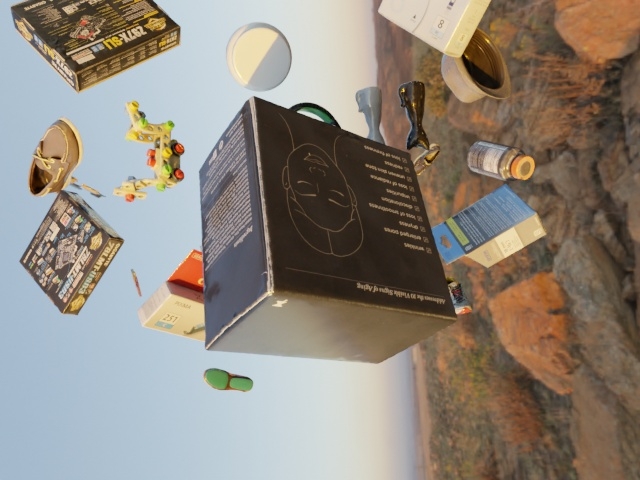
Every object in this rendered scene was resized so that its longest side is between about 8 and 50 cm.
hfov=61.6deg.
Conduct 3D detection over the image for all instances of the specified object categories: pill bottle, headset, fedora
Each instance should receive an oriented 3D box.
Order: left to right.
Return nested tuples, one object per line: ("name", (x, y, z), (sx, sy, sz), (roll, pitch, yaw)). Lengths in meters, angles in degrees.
("pill bottle", (-0.199, -0.584, 1.707), (0.361, 0.204, 0.204), (-114, 17, -67))
("headset", (-0.013, -0.288, 1.901), (0.394, 0.243, 0.185), (60, 154, -4))
("fedora", (0.475, -0.538, 1.702), (0.124, 0.243, 0.276), (-33, 67, 53))
("pill bottle", (0.680, -0.295, 2.015), (0.245, 0.130, 0.131), (36, 137, 57))

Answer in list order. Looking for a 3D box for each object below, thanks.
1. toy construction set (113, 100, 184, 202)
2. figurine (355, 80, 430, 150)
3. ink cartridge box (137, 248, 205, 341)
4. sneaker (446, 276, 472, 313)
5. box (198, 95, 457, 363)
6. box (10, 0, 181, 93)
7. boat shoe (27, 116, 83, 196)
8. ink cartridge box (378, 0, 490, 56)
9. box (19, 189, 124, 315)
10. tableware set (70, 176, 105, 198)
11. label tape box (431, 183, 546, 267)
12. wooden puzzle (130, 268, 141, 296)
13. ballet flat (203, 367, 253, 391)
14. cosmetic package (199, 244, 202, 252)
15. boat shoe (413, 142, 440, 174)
("toy construction set", (-0.567, -0.278, 1.778), (0.215, 0.151, 0.328), (18, -107, -43))
("figurine", (0.222, -0.365, 1.643), (0.092, 0.214, 0.210), (62, -157, -81))
("ink cartridge box", (-0.347, 0.179, 1.607), (0.296, 0.261, 0.066), (29, -161, -50))
("sneaker", (0.508, 0.211, 2.041), (0.225, 0.088, 0.093), (-110, 11, -69))
("box", (0.000, 0.000, 1.232), (0.297, 0.479, 0.472), (-43, 46, 41))
("box", (-0.569, -0.549, 1.383), (0.322, 0.257, 0.079), (-41, -8, -30))
("boat shoe", (-0.778, -0.232, 1.557), (0.116, 0.324, 0.097), (48, -133, -3))
("ink cartridge box", (0.353, -0.750, 1.475), (0.308, 0.091, 0.385), (50, 128, 37))
("box", (-0.802, 0.035, 1.717), (0.296, 0.293, 0.073), (-57, -25, 7))
("tableware set", (-0.796, -0.181, 1.794), (0.020, 0.141, 0.168), (-66, 11, -12))
("label tape box", (0.574, -0.028, 1.891), (0.106, 0.333, 0.241), (52, -168, -29))
("wooden puzzle", (-0.433, 0.099, 1.260), (0.049, 0.006, 0.083), (54, 152, 35))
("ballet flat", (-0.363, 0.536, 2.057), (0.221, 0.079, 0.077), (21, -106, -34))
("cosmetic package", (-0.308, 0.030, 1.949), (0.099, 0.239, 0.061), (-31, 67, 49))
("boat shoe", (0.410, -0.311, 2.094), (0.152, 0.056, 0.049), (-55, 22, 31))
